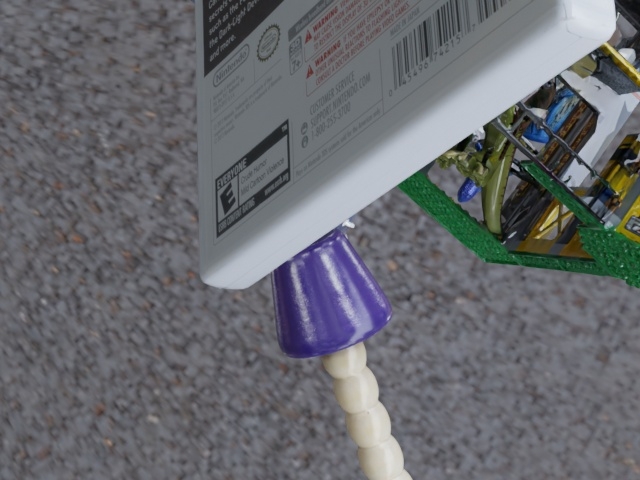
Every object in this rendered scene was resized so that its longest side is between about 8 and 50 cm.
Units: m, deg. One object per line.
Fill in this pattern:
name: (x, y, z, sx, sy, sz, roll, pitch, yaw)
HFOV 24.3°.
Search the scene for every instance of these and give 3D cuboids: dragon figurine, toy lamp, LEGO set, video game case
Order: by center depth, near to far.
video game case: (0.013, -0.096, 0.465, 0.022, 0.190, 0.173, 11, 63, -30)
LEGO set: (0.097, -0.132, 0.752, 0.331, 0.255, 0.192, 38, 79, -8)
toy lamp: (0.035, 0.124, 0.971, 0.080, 0.080, 0.275, -24, 106, -17)
dragon figurine: (0.196, -0.127, 1.311, 0.289, 0.144, 0.085, -34, 99, -12)

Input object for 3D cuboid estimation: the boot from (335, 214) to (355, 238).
boot: (0.000, 0.000, 1.195, 0.086, 0.069, 0.190, -25, 138, 14)
